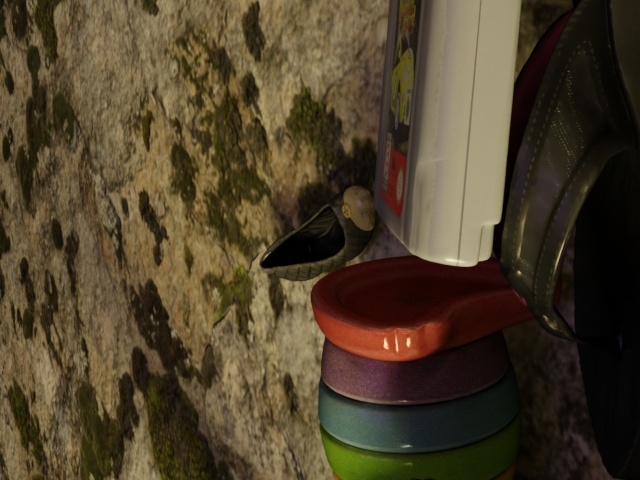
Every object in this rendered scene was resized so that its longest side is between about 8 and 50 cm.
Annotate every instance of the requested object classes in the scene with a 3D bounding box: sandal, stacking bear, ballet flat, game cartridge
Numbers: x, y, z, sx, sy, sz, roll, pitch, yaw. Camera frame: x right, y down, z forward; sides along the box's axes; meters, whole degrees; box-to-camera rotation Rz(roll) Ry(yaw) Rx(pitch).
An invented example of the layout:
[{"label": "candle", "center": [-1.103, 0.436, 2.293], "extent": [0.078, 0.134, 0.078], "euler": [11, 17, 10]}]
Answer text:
[{"label": "sandal", "center": [0.154, -0.081, 0.675], "extent": [0.167, 0.107, 0.446], "euler": [117, 152, -88]}, {"label": "stacking bear", "center": [0.082, 0.168, 0.839], "extent": [0.164, 0.175, 0.289], "euler": [14, 114, 54]}, {"label": "ballet flat", "center": [0.000, 0.000, 1.028], "extent": [0.173, 0.049, 0.057], "euler": [-41, 62, 52]}, {"label": "game cartridge", "center": [0.078, -0.100, 0.757], "extent": [0.294, 0.060, 0.196], "euler": [-109, 27, -82]}]

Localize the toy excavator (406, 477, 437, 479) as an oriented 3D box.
[{"label": "toy excavator", "center": [0.067, 0.381, 0.675], "extent": [0.433, 0.222, 0.445], "euler": [14, 81, 60]}]
